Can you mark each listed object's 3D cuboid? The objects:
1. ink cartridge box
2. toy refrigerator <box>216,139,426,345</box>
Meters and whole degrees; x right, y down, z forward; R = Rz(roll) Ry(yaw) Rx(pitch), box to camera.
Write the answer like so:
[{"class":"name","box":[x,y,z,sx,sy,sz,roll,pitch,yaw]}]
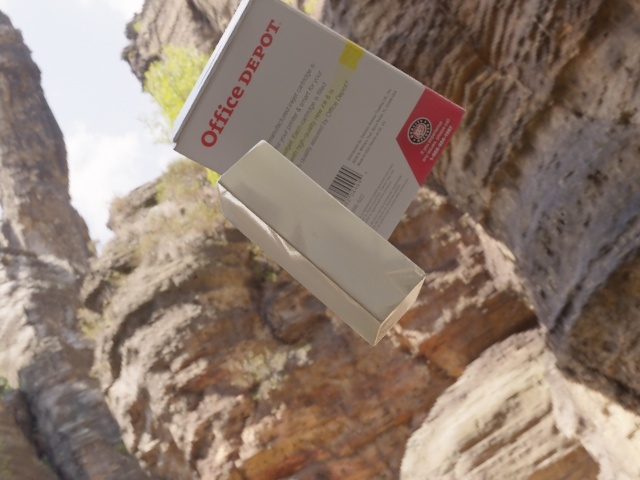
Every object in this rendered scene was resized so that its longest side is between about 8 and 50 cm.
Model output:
[{"class":"ink cartridge box","box":[-0.010,-0.197,1.343,0.385,0.160,0.279,27,-76,-18]},{"class":"toy refrigerator","box":[0.000,0.000,1.039,0.094,0.270,0.102,-45,-16,-18]}]
